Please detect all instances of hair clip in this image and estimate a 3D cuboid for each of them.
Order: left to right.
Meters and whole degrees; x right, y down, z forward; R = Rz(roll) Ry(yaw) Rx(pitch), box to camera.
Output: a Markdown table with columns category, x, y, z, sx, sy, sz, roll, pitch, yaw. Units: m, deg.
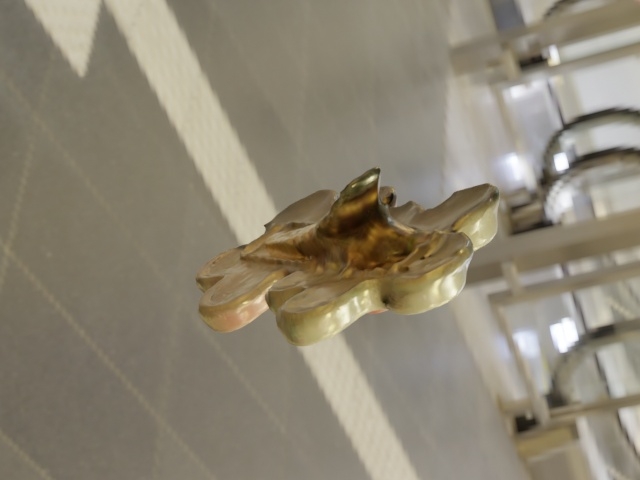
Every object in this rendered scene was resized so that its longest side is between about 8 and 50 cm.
| category | x | y | z | sx | sy | sz | roll | pitch | yaw |
| --- | --- | --- | --- | --- | --- | --- | --- | --- | --- |
| hair clip | 0.004 | 0.006 | 0.800 | 0.075 | 0.146 | 0.257 | 53 | -21 | -10 |
